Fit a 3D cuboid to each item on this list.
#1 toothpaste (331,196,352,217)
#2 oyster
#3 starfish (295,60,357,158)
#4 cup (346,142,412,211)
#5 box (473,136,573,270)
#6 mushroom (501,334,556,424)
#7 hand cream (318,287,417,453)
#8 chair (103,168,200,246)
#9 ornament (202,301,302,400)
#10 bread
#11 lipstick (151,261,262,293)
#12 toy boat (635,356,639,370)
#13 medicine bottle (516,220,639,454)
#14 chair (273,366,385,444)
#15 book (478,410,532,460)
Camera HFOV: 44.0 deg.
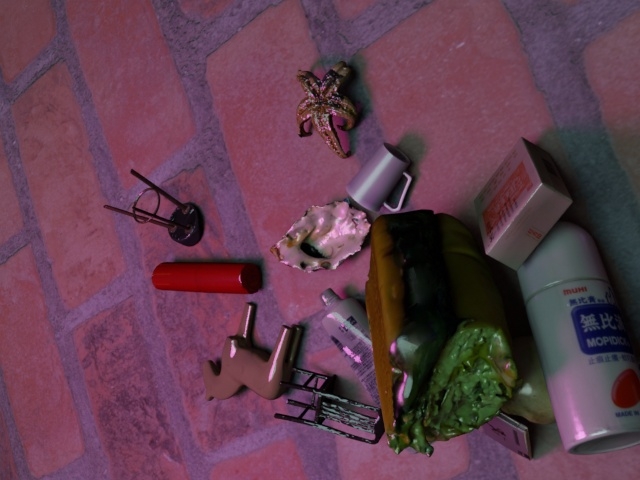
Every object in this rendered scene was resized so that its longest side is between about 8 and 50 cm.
[{"bbox_3d":[0.026,-0.053,1.538,0.083,0.015,0.024,-34,71,28],"label":"toothpaste"},{"bbox_3d":[0.008,0.004,1.526,0.209,0.072,0.133,-40,72,16],"label":"oyster"},{"bbox_3d":[0.006,-0.245,1.510,0.146,0.074,0.190,-11,87,32],"label":"starfish"},{"bbox_3d":[0.117,-0.105,1.437,0.104,0.074,0.116,39,112,3],"label":"cup"},{"bbox_3d":[0.304,-0.061,1.212,0.058,0.201,0.141,29,116,-10],"label":"box"},{"bbox_3d":[0.338,0.217,1.244,0.148,0.112,0.148,0,75,1],"label":"mushroom"},{"bbox_3d":[0.107,0.228,1.467,0.340,0.078,0.124,53,124,14],"label":"hand cream"},{"bbox_3d":[-0.348,-0.067,1.725,0.104,0.221,0.095,10,75,39],"label":"chair"},{"bbox_3d":[-0.158,0.258,1.665,0.230,0.061,0.245,23,103,37],"label":"ornament"},{"bbox_3d":[0.176,0.123,1.241,0.376,0.208,0.251,-100,14,-52],"label":"bread"},{"bbox_3d":[-0.253,0.081,1.725,0.280,0.073,0.073,0,92,38],"label":"lipstick"},{"bbox_3d":[0.527,0.192,1.133,0.210,0.066,0.084,-23,109,30],"label":"toy boat"},{"bbox_3d":[0.376,0.129,1.157,0.130,0.130,0.341,-31,54,35],"label":"medicine bottle"},{"bbox_3d":[0.029,0.316,1.513,0.212,0.101,0.084,12,101,12],"label":"chair"},{"bbox_3d":[0.268,0.293,1.312,0.182,0.127,0.014,28,67,34],"label":"book"}]
